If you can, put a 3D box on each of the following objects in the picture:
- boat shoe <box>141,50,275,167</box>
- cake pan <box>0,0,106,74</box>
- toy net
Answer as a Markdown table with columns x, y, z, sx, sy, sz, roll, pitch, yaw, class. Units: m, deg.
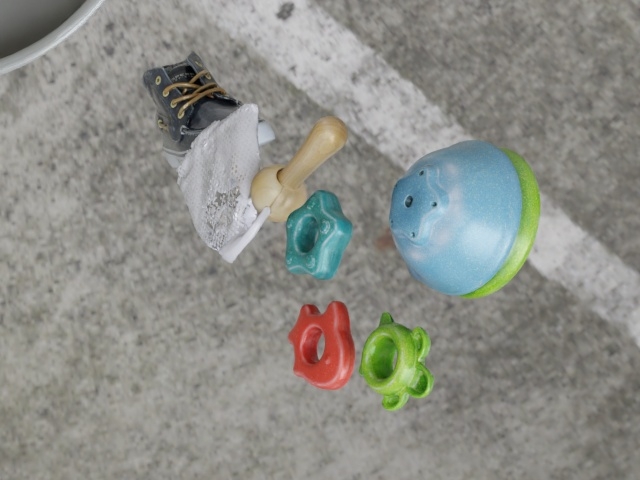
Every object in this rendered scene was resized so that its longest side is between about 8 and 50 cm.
| x | y | z | sx | sy | sz | roll | pitch | yaw | class |
| --- | --- | --- | --- | --- | --- | --- | --- | --- | --- |
| -0.095 | -0.100 | 0.929 | 0.065 | 0.183 | 0.083 | -25 | 102 | -19 | boat shoe |
| -0.253 | -0.247 | 0.838 | 0.293 | 0.054 | 0.293 | 0 | 87 | 4 | cake pan |
| 0.000 | 0.000 | 0.582 | 0.045 | 0.232 | 0.122 | 13 | 93 | -36 | toy net |
